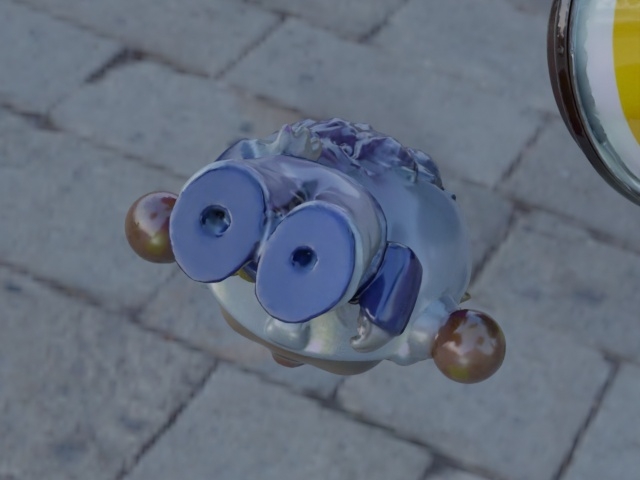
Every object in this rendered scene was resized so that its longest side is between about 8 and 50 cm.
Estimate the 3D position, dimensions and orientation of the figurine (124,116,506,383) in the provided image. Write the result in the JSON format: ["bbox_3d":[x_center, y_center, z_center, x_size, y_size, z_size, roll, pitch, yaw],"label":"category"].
[{"bbox_3d":[-0.010,-0.004,0.917,0.194,0.133,0.274,20,-1,31],"label":"figurine"}]

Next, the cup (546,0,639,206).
[{"bbox_3d":[0.260,-0.105,0.974,0.196,0.196,0.280,-13,10,-31],"label":"cup"}]
